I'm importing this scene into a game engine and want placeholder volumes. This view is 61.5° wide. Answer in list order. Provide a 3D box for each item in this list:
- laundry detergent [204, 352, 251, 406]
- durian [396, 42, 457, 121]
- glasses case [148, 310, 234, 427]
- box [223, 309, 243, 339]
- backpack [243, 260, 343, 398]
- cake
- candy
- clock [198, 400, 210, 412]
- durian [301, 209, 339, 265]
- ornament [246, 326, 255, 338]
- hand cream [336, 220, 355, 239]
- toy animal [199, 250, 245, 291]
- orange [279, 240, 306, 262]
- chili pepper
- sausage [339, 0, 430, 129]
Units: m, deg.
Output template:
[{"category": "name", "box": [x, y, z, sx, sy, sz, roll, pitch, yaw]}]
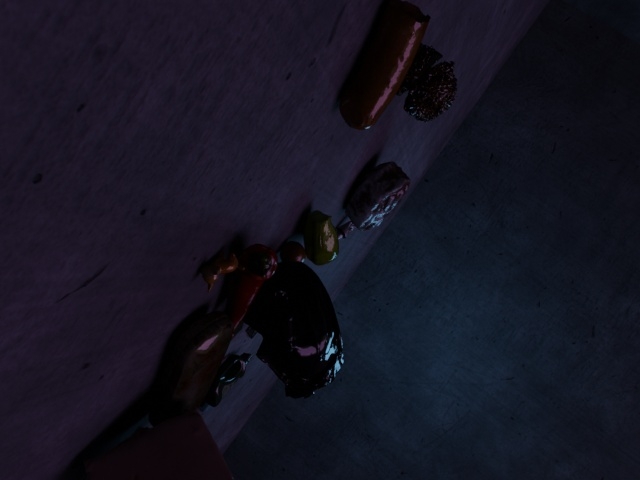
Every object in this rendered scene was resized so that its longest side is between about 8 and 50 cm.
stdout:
[{"category": "laundry detergent", "box": [-0.308, 0.451, 1.828, 0.222, 0.078, 0.144, -44, 156, -42]}, {"category": "durian", "box": [0.234, -0.371, 1.279, 0.167, 0.196, 0.196, -58, 169, 32]}, {"category": "glasses case", "box": [-0.324, 0.333, 1.332, 0.156, 0.098, 0.425, -30, 155, -47]}, {"category": "box", "box": [-0.260, 0.242, 1.507, 0.121, 0.030, 0.193, -47, 168, -31]}, {"category": "backpack", "box": [-0.075, 0.230, 1.489, 0.255, 0.363, 0.445, -20, 154, -10]}, {"category": "cake", "box": [-0.363, 0.600, 1.283, 0.314, 0.293, 0.307, -26, 156, -29]}, {"category": "candy", "box": [0.198, -0.154, 1.890, 0.214, 0.157, 0.289, -29, 164, -33]}, {"category": "clock", "box": [-0.372, 0.534, 1.903, 0.147, 0.045, 0.108, -56, 170, 9]}, {"category": "durian", "box": [0.000, 0.000, 1.579, 0.101, 0.139, 0.250, -11, 152, -3]}, {"category": "ornament", "box": [-0.131, 0.323, 1.872, 0.153, 0.196, 0.166, -52, 168, -15]}, {"category": "hand cream", "box": [0.129, -0.091, 2.092, 0.257, 0.050, 0.084, -51, 166, -30]}, {"category": "toy animal", "box": [-0.203, 0.065, 1.098, 0.060, 0.081, 0.083, -59, -172, 36]}, {"category": "orange", "box": [-0.079, 0.042, 1.532, 0.085, 0.085, 0.085, -51, 169, -14]}, {"category": "chili pepper", "box": [-0.159, 0.100, 1.234, 0.368, 0.092, 0.137, 119, -30, -57]}, {"category": "sausage", "box": [0.126, -0.355, 1.112, 0.109, 0.109, 0.270, -37, 160, -56]}]
